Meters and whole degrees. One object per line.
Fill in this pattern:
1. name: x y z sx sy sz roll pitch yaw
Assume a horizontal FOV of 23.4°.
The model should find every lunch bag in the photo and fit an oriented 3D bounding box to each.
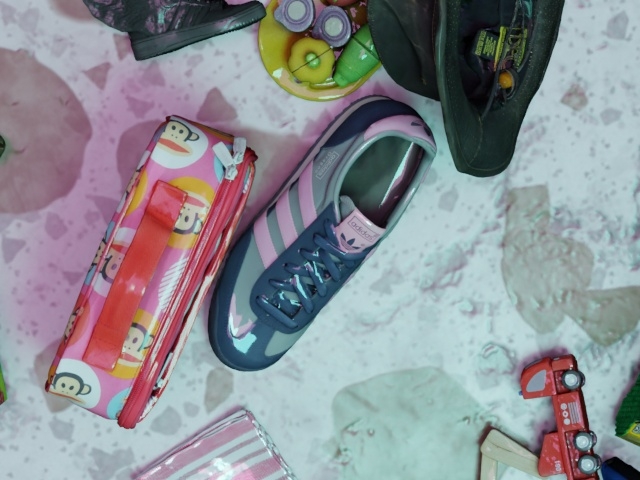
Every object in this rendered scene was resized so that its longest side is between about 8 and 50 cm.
1. lunch bag: -0.160 0.025 1.458 0.120 0.258 0.293 24 92 -3

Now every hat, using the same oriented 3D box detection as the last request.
1. hat: 0.124 -0.218 1.464 0.134 0.331 0.331 15 92 23

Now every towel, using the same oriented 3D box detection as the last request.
1. towel: -0.082 0.288 1.588 0.144 0.029 0.197 -33 94 0

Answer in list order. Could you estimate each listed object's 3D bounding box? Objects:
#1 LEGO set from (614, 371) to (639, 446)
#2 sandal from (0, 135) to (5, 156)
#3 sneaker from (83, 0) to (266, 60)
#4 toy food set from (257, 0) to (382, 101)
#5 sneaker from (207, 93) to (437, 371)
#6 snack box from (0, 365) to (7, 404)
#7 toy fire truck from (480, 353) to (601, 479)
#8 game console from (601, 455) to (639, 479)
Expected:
1. LEGO set: 0.444 0.130 1.480 0.192 0.331 0.255 25 71 -5
2. sandal: -0.426 -0.101 1.541 0.219 0.090 0.060 12 114 -10
3. sneaker: -0.146 -0.237 1.549 0.170 0.051 0.089 -17 95 8
4. toy food set: 0.033 -0.237 1.549 0.128 0.071 0.218 43 90 -3
5. sneaker: 0.000 0.000 1.519 0.112 0.131 0.319 30 92 -23
6. snack box: -0.348 0.100 1.533 0.037 0.100 0.141 -11 93 -2
7. toy fire truck: 0.215 0.220 1.582 0.135 0.047 0.192 -12 83 15
8. game console: 0.422 0.307 1.479 0.173 0.293 0.250 -27 93 -2
